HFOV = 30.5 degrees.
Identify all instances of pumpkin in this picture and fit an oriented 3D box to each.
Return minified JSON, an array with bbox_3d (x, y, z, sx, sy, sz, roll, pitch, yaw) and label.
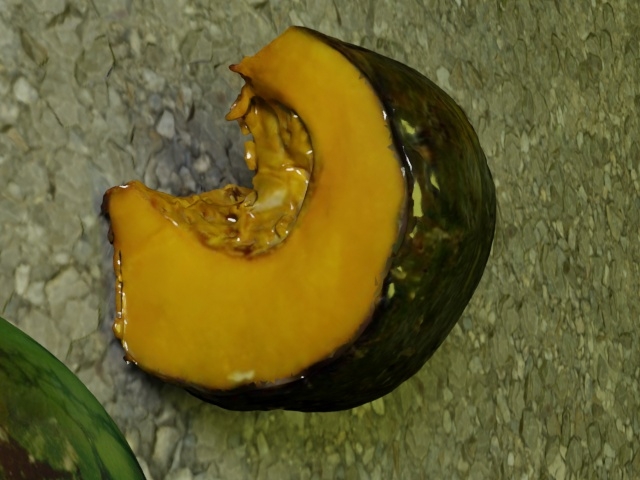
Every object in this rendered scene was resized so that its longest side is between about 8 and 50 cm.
[{"bbox_3d":[0.000,0.000,0.932,0.256,0.303,0.225,59,26,14],"label":"pumpkin"}]

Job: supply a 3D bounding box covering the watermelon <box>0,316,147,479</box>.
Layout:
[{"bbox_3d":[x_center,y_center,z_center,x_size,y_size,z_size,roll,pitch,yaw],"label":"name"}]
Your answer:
[{"bbox_3d":[-0.236,0.173,0.514,0.363,0.363,0.363,14,72,-52],"label":"watermelon"}]
